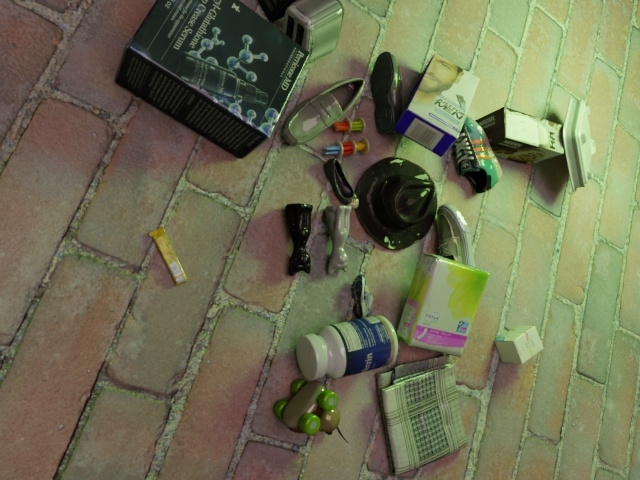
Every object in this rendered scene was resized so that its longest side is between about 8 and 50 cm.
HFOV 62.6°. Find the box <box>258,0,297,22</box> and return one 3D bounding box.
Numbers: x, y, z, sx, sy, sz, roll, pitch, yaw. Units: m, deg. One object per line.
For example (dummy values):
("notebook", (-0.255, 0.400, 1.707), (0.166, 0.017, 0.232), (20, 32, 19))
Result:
("box", (-0.141, -0.810, 1.531), (0.103, 0.184, 0.261), (-35, 100, -27))

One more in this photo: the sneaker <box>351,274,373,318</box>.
("sneaker", (0.132, 0.171, 1.617), (0.058, 0.052, 0.135), (-2, 91, -38))

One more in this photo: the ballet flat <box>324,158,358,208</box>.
("ballet flat", (0.067, -0.173, 1.625), (0.057, 0.049, 0.173), (-37, 100, -26))

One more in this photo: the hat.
("hat", (0.281, -0.134, 1.687), (0.332, 0.134, 0.331), (4, 80, -27))

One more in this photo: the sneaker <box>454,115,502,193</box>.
("sneaker", (0.531, -0.304, 1.856), (0.121, 0.108, 0.302), (-43, 105, -30))

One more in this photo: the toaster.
("toaster", (-0.025, -0.630, 1.548), (0.129, 0.227, 0.146), (44, 64, 11))

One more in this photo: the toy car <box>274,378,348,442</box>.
("toy car", (-0.004, 0.494, 1.446), (0.149, 0.155, 0.188), (-48, 117, -25))

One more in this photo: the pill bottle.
("pill bottle", (0.075, 0.308, 1.503), (0.265, 0.153, 0.153), (-7, 86, -28))

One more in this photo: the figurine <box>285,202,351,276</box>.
("figurine", (0.000, 0.000, 1.554), (0.215, 0.092, 0.209), (1, 90, -29))

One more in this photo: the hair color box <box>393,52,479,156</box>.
("hair color box", (0.389, -0.453, 1.736), (0.185, 0.110, 0.338), (29, 53, -3))

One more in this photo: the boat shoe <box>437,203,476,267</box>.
("boat shoe", (0.446, 0.027, 1.767), (0.094, 0.109, 0.302), (-21, 96, -27))

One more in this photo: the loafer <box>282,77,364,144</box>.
("loafer", (0.012, -0.402, 1.593), (0.319, 0.111, 0.112), (-46, 104, -25))

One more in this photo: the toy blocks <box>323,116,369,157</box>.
("toy blocks", (0.073, -0.323, 1.648), (0.148, 0.054, 0.123), (-11, 89, -28))

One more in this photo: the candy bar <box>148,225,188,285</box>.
("candy bar", (-0.394, 0.043, 1.369), (0.040, 0.018, 0.161), (-28, 96, -25))

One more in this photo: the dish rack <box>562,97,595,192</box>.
("dish rack", (1.015, -0.380, 2.048), (0.332, 0.073, 0.285), (-56, 130, -43))

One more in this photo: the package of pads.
("package of pads", (0.382, 0.204, 1.673), (0.229, 0.101, 0.296), (17, 92, -25))

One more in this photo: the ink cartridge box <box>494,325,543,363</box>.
("ink cartridge box", (0.708, 0.364, 1.863), (0.143, 0.092, 0.089), (-23, 93, -30))

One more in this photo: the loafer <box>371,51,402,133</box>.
("loafer", (0.229, -0.483, 1.745), (0.084, 0.096, 0.267), (-2, 91, -47))

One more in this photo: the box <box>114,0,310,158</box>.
("box", (-0.280, -0.458, 1.392), (0.396, 0.212, 0.293), (30, 69, -22))

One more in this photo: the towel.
("towel", (0.329, 0.538, 1.659), (0.313, 0.056, 0.323), (-7, 86, -28))

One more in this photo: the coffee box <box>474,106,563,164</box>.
("coffee box", (0.723, -0.378, 1.934), (0.297, 0.168, 0.118), (7, 79, -27))
